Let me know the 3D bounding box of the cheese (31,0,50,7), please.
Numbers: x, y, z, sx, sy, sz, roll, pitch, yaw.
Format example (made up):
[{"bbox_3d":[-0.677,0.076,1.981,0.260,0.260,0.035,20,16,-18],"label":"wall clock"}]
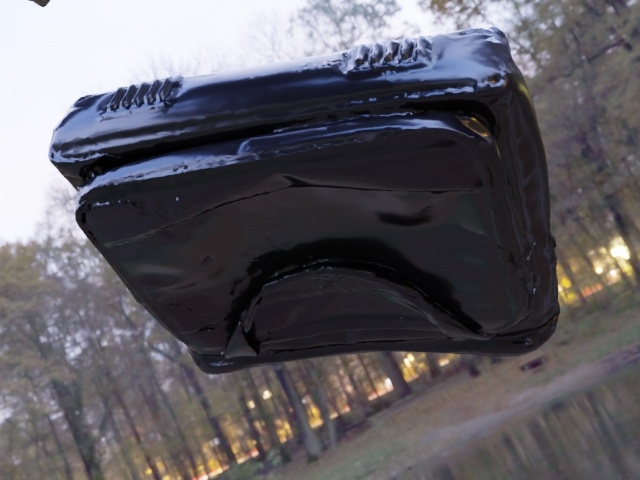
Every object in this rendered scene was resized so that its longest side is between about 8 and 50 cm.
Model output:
[{"bbox_3d":[-0.250,-0.255,0.659,0.286,0.082,0.163,-26,-54,-33],"label":"cheese"}]

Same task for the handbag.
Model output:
[{"bbox_3d":[0.000,0.000,0.498,0.275,0.088,0.244,-8,-43,15],"label":"handbag"}]
